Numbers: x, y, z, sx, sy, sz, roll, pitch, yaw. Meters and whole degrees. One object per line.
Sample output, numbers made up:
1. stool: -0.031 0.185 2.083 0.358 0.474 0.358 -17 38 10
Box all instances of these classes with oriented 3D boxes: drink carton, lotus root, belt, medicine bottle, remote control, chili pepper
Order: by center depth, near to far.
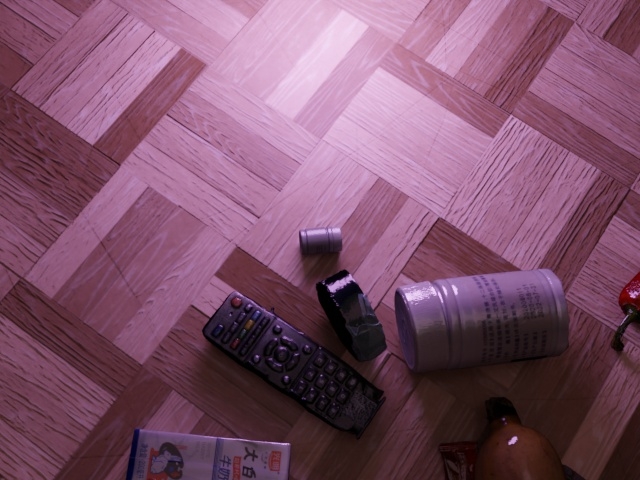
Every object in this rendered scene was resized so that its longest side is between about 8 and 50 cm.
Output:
1. drink carton: -0.217 0.454 1.643 0.314 0.107 0.131 7 71 -2
2. lotus root: 0.389 0.457 1.648 0.182 0.183 0.310 -5 67 -6
3. medicine bottle: 0.330 0.168 1.744 0.332 0.190 0.190 -6 70 -6
4. belt: 0.068 0.159 1.749 0.078 0.151 0.198 -26 76 -13
5. remote control: -0.054 0.257 1.752 0.398 0.062 0.145 34 70 10
6. chili pepper: 0.763 0.086 1.848 0.110 0.110 0.387 42 75 11
7. medicine bottle: 0.000 0.000 1.852 0.091 0.058 0.058 -6 70 -6

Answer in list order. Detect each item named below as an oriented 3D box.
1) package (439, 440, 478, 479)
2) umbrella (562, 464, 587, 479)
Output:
1. package: 0.294 0.513 1.703 0.083 0.022 0.201 -3 71 -4
2. umbrella: 0.602 0.577 1.674 0.337 0.073 0.067 37 66 9
